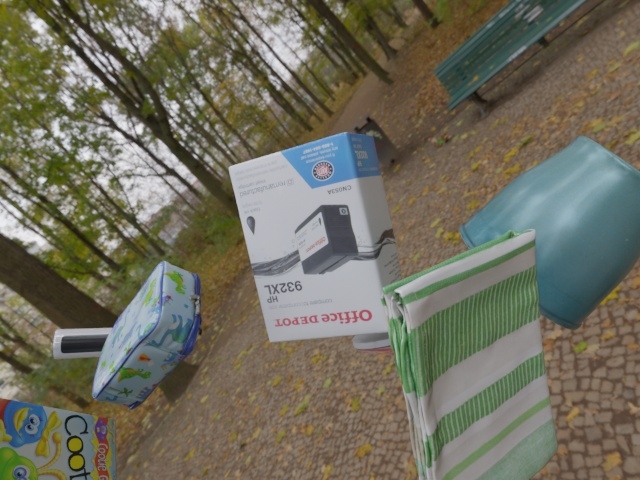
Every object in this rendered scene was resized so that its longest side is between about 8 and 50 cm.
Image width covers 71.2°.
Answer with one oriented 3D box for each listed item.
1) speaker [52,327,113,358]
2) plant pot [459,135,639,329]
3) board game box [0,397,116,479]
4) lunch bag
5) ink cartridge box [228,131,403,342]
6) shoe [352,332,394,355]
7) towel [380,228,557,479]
[{"bbox_3d":[-0.425,0.193,0.846,0.055,0.136,0.055,-177,90,-68],"label":"speaker"},{"bbox_3d":[0.435,-0.031,0.787,0.255,0.271,0.272,-54,9,24],"label":"plant pot"},{"bbox_3d":[-0.432,0.321,0.610,0.144,0.275,0.142,-24,56,8],"label":"board game box"},{"bbox_3d":[-0.284,0.153,0.745,0.219,0.090,0.176,-48,33,19],"label":"lunch bag"},{"bbox_3d":[0.000,0.000,0.751,0.223,0.308,0.129,-11,5,25],"label":"ink cartridge box"},{"bbox_3d":[0.149,0.195,0.804,0.177,0.081,0.063,-15,14,22],"label":"shoe"},{"bbox_3d":[0.197,0.169,0.532,0.247,0.325,0.038,-20,13,-30],"label":"towel"}]
